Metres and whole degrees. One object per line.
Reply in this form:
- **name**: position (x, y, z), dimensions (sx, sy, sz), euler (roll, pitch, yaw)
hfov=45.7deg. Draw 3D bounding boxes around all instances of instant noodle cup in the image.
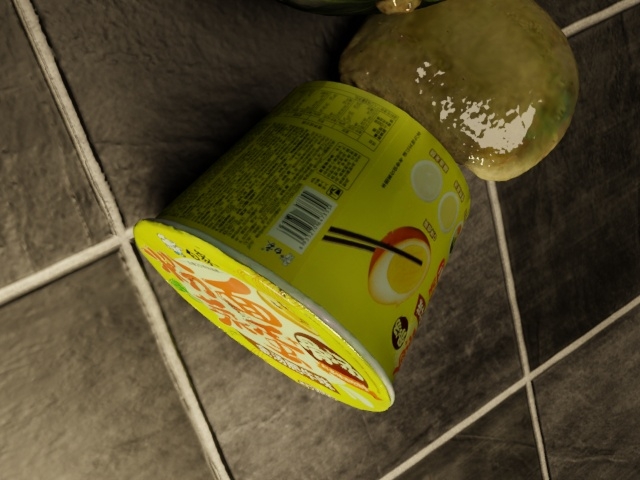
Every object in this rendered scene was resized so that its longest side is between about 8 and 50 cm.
- **instant noodle cup**: position (0.000, 0.000, 0.776), dimensions (0.221, 0.311, 0.311), euler (-54, 124, -19)

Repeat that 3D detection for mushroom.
- **mushroom**: position (0.162, -0.193, 0.872), dimensions (0.292, 0.212, 0.217), euler (-46, 131, -6)

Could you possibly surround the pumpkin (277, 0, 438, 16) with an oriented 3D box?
- **pumpkin**: position (0.059, -0.328, 0.686), dimensions (0.323, 0.323, 0.241), euler (-13, 109, -29)
